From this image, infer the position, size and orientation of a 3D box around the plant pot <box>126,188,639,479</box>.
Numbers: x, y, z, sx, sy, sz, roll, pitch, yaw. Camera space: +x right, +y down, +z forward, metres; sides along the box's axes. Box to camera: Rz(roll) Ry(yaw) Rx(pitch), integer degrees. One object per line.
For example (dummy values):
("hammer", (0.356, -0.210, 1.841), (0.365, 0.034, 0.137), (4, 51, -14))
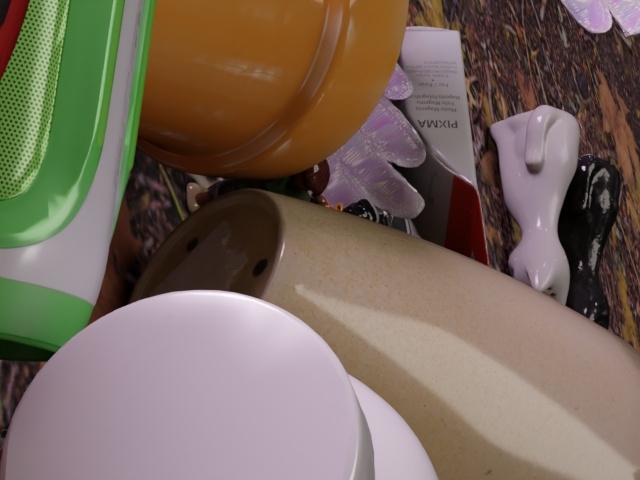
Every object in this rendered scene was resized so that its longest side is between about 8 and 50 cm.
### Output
("plant pot", (0.022, 0.095, 1.068), (0.274, 0.256, 0.256), (37, 40, -33))

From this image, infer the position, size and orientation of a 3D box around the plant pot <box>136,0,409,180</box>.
("plant pot", (-0.088, -0.138, 0.983), (0.188, 0.205, 0.205), (1, 75, -52))

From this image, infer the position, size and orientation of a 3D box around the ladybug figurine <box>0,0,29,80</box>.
("ladybug figurine", (-0.215, -0.197, 0.617), (0.305, 0.162, 0.449), (-14, 92, -44))

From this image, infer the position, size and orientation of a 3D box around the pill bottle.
("pill bottle", (-0.026, 0.167, 0.820), (0.334, 0.188, 0.188), (73, 14, -55))

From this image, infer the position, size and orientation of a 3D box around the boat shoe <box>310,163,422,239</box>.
("boat shoe", (0.022, -0.041, 1.331), (0.076, 0.080, 0.228), (36, 43, -50))

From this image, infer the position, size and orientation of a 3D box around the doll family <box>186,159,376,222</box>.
("doll family", (0.000, 0.000, 1.198), (0.193, 0.111, 0.076), (28, 51, -63))

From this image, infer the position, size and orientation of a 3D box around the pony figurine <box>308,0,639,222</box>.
("pony figurine", (0.034, -0.238, 1.233), (0.351, 0.303, 0.363), (56, -3, 25))

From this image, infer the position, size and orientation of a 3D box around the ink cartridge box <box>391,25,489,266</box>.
("ink cartridge box", (0.086, -0.017, 1.392), (0.189, 0.066, 0.232), (92, 0, -55))

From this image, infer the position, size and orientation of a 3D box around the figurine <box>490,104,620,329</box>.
("figurine", (0.246, -0.005, 1.865), (0.215, 0.092, 0.209), (38, 46, -56))

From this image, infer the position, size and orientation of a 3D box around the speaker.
("speaker", (-0.142, -0.100, 0.808), (0.131, 0.131, 0.296), (27, 67, -63))

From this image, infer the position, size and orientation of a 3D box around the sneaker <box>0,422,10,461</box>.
("sneaker", (-0.132, 0.130, 0.881), (0.170, 0.068, 0.071), (-42, 131, -57))
